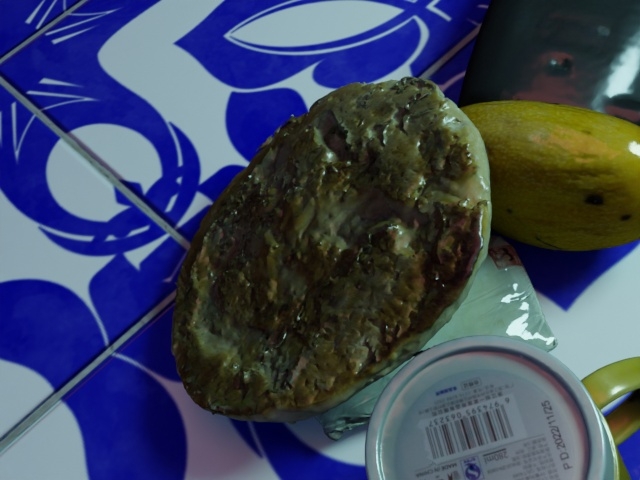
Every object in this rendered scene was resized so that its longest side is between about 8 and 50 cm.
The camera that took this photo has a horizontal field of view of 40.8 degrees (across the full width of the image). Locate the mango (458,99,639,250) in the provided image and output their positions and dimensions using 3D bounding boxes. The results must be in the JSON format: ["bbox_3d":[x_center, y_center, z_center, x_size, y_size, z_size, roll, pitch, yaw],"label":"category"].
[{"bbox_3d":[0.194,-0.057,0.793,0.262,0.157,0.109,5,63,36],"label":"mango"}]

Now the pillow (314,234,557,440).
[{"bbox_3d":[0.089,0.084,0.780,0.229,0.051,0.128,-22,56,-2],"label":"pillow"}]

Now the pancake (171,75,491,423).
[{"bbox_3d":[-0.001,-0.001,0.786,0.356,0.065,0.356,-21,53,31],"label":"pancake"}]

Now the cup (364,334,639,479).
[{"bbox_3d":[0.148,0.158,0.603,0.241,0.226,0.185,-38,55,-4],"label":"cup"}]

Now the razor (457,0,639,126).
[{"bbox_3d":[0.281,-0.231,0.914,0.204,0.113,0.349,15,61,21],"label":"razor"}]
